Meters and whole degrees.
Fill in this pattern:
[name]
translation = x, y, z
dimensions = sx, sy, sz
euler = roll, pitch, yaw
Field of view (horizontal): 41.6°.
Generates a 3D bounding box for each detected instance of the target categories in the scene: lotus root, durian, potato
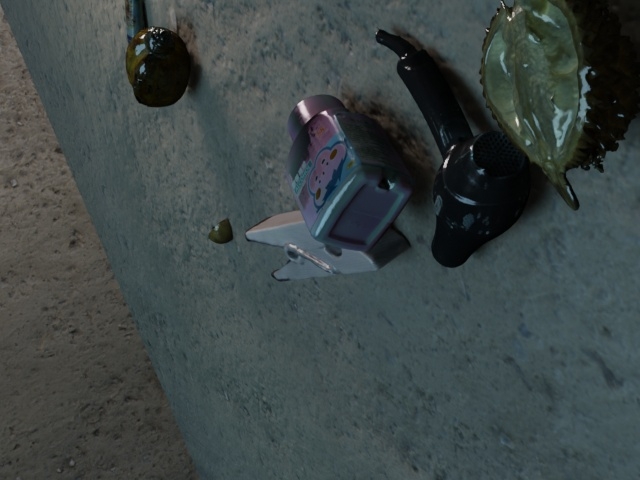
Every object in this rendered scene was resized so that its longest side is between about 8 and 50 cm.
[lotus root]
translation = -0.285, -0.309, 1.486
dimensions = 0.120, 0.120, 0.209
euler = 60, 156, 13
[durian]
translation = 0.196, -0.116, 0.655
dimensions = 0.148, 0.091, 0.188
euler = 157, 110, -68
[potato]
translation = -0.202, -0.007, 1.704
dimensions = 0.036, 0.037, 0.093
euler = 56, 155, 9

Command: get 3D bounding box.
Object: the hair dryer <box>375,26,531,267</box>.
[hair dryer]
translation = 0.124, -0.113, 0.882
dimensions = 0.235, 0.091, 0.271
euler = 97, 155, -68

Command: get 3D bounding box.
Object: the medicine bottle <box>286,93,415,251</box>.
[medicine bottle]
translation = 0.024, -0.091, 1.007
dimensions = 0.119, 0.094, 0.188
euler = -56, 39, 30

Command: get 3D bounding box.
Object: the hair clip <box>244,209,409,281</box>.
[hair clip]
translation = 0.004, -0.002, 1.203
dimensions = 0.331, 0.085, 0.101
euler = -11, 105, 60

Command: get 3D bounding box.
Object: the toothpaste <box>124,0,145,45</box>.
[toothpaste]
translation = -0.357, -0.429, 1.619
dimensions = 0.062, 0.037, 0.216
euler = 48, 147, 38
